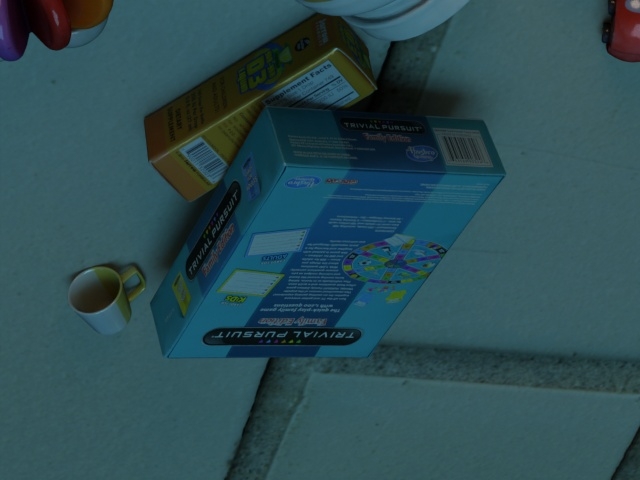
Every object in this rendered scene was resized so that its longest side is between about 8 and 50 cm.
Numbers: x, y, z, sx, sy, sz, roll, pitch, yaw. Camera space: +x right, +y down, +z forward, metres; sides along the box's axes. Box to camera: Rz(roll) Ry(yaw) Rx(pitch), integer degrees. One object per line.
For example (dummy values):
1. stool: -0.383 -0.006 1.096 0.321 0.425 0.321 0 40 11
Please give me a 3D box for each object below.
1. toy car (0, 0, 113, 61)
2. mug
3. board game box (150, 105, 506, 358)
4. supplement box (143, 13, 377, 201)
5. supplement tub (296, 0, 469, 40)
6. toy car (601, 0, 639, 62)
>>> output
1. toy car: -0.275 -0.223 1.753 0.182 0.136 0.159 -11 135 -1
2. mug: -0.229 0.070 2.098 0.078 0.062 0.064 -12 143 9
3. board game box: 0.000 0.000 1.999 0.254 0.079 0.336 2 143 -29
4. supplement box: -0.062 -0.136 1.922 0.233 0.078 0.080 -29 130 15
5. supplement tub: -0.001 -0.333 1.638 0.228 0.228 0.316 -37 130 23
6. toy car: 0.297 -0.271 1.857 0.225 0.053 0.239 26 138 -22
